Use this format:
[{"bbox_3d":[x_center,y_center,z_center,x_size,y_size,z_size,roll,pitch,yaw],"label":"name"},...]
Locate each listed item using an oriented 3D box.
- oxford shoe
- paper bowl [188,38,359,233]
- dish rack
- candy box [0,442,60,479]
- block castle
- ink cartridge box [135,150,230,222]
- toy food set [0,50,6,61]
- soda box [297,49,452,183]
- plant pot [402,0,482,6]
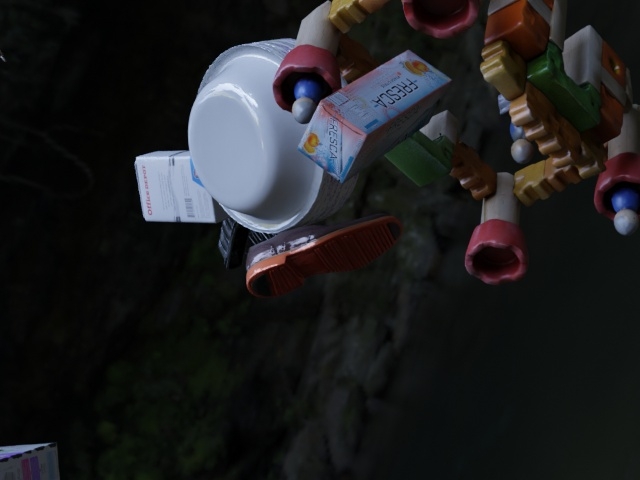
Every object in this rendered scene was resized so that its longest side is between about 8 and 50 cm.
[{"bbox_3d":[0.000,0.000,2.042,0.097,0.271,0.098,63,-169,-46],"label":"oxford shoe"},{"bbox_3d":[-0.085,-0.151,1.852,0.148,0.284,0.284,-17,-42,-42],"label":"paper bowl"},{"bbox_3d":[-0.098,-0.059,2.735,0.271,0.074,0.208,-25,-22,-24],"label":"dish rack"},{"bbox_3d":[-0.520,0.363,1.926,0.196,0.165,0.070,1,-98,-74],"label":"candy box"},{"bbox_3d":[0.194,-0.147,1.549,0.303,0.453,0.213,-28,35,36],"label":"block castle"},{"bbox_3d":[-0.276,-0.112,2.571,0.082,0.190,0.139,-25,-67,-52],"label":"ink cartridge box"},{"bbox_3d":[-0.698,-0.421,2.617,0.019,0.078,0.122,-38,-24,-14],"label":"toy food set"},{"bbox_3d":[0.055,-0.123,1.210,0.183,0.058,0.063,-36,-20,-50],"label":"soda box"},{"bbox_3d":[0.208,-0.451,2.120,0.188,0.205,0.205,85,-158,-67],"label":"plant pot"}]
